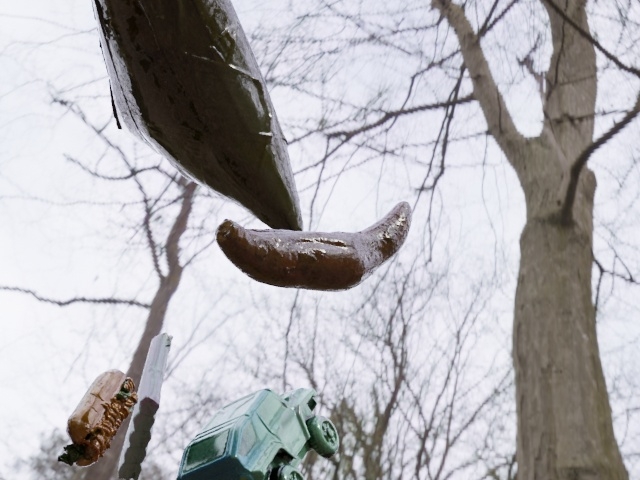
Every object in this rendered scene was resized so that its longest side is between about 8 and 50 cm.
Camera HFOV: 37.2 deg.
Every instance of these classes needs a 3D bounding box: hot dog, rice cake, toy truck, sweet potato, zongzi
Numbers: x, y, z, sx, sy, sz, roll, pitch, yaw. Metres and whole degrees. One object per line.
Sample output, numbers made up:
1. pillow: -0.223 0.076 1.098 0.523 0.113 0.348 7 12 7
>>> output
1. hot dog: -0.279 0.224 1.217 0.055 0.188 0.072 1 -68 6
2. rice cake: -0.271 0.256 1.481 0.037 0.198 0.189 15 -61 -8
3. toy truck: -0.092 0.317 1.416 0.155 0.279 0.156 -27 -82 25
4. sweet potato: 0.004 0.010 0.873 0.058 0.255 0.078 -16 -96 46
5. zongzi: -0.145 -0.220 1.146 0.174 0.393 0.356 -26 -48 -21
